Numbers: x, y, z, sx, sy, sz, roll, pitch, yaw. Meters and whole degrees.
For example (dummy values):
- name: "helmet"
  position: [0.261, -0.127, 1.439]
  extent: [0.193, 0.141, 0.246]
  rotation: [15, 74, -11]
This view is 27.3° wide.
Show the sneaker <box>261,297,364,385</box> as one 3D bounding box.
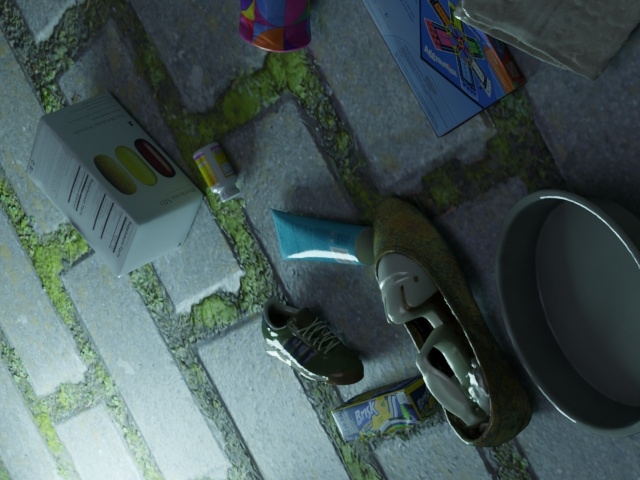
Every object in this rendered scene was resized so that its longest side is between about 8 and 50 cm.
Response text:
- name: "sneaker"
  position: [-0.019, 0.141, 1.902]
  extent: [0.192, 0.064, 0.086]
  rotation: [21, 129, 42]

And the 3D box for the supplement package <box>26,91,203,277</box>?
- name: "supplement package"
  position: [-0.320, -0.088, 2.041]
  extent: [0.244, 0.139, 0.134]
  rotation: [46, 137, 17]

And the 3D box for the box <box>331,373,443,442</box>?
- name: "box"
  position: [0.094, 0.235, 1.840]
  extent: [0.169, 0.059, 0.054]
  rotation: [-25, 93, 49]

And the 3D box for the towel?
- name: "towel"
  position: [0.271, -0.294, 1.322]
  extent: [0.187, 0.049, 0.282]
  rotation: [24, 136, -12]

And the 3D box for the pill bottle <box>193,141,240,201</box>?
- name: "pill bottle"
  position: [-0.150, -0.099, 1.929]
  extent: [0.043, 0.043, 0.083]
  rotation: [-31, 86, 49]

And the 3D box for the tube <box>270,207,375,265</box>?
- name: "tube"
  position: [0.000, 0.000, 1.827]
  extent: [0.207, 0.052, 0.080]
  rotation: [8, 111, 50]

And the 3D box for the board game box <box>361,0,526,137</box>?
- name: "board game box"
  position: [0.123, -0.275, 1.565]
  extent: [0.145, 0.027, 0.281]
  rotation: [-32, 86, 51]

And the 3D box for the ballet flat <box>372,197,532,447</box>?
- name: "ballet flat"
  position: [0.147, 0.108, 1.676]
  extent: [0.123, 0.123, 0.348]
  rotation: [-34, 84, 49]

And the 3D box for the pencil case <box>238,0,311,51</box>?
- name: "pencil case"
  position: [-0.046, -0.355, 1.645]
  extent: [0.104, 0.104, 0.236]
  rotation: [33, 131, 30]

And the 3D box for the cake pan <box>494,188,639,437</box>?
- name: "cake pan"
  position: [0.308, 0.077, 1.490]
  extent: [0.293, 0.054, 0.293]
  rotation: [40, 139, 46]
